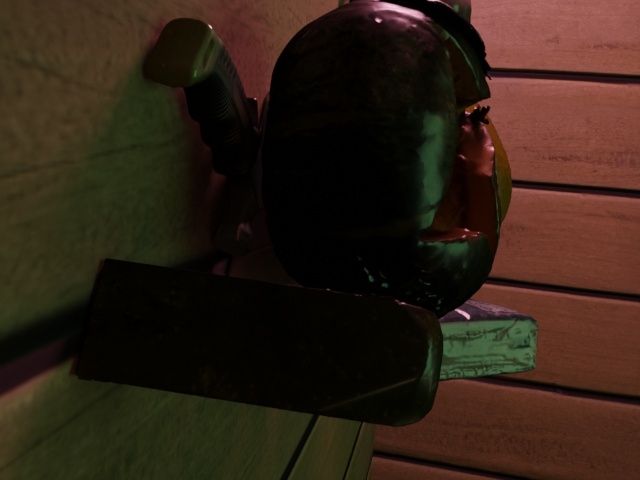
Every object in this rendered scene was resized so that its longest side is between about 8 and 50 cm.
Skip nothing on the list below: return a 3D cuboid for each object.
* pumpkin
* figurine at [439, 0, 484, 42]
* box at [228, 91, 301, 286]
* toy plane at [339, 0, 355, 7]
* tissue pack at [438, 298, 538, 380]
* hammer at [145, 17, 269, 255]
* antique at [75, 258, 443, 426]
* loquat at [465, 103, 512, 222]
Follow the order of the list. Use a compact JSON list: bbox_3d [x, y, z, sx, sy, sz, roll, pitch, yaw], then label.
[{"bbox_3d":[0.067,-0.069,0.599,0.320,0.192,0.320,9,80,-60],"label":"pumpkin"},{"bbox_3d":[0.185,-0.518,1.229,0.203,0.248,0.381,-23,106,-71],"label":"figurine"},{"bbox_3d":[-0.037,-0.030,0.718,0.155,0.067,0.243,60,37,-68],"label":"box"},{"bbox_3d":[0.058,-0.438,1.069,0.121,0.031,0.049,-63,162,-55],"label":"toy plane"},{"bbox_3d":[0.140,0.130,0.947,0.315,0.228,0.103,9,-84,63],"label":"tissue pack"},{"bbox_3d":[-0.081,-0.099,0.527,0.226,0.041,0.159,71,27,-65],"label":"hammer"},{"bbox_3d":[-0.033,0.070,0.400,0.081,0.220,0.080,62,37,-72],"label":"antique"},{"bbox_3d":[0.150,-0.104,1.075,0.328,0.359,0.328,57,-15,25],"label":"loquat"}]
